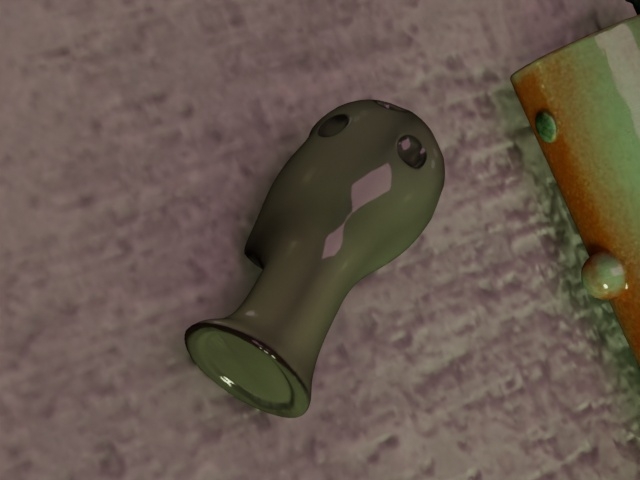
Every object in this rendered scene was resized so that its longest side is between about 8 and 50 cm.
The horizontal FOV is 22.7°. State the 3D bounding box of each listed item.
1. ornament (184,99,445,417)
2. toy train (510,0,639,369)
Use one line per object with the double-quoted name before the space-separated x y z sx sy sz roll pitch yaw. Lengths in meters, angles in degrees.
"ornament" 0.000 0.000 0.742 0.156 0.081 0.075 -60 142 -27
"toy train" 0.214 -0.008 0.863 0.177 0.116 0.285 -23 88 -23
